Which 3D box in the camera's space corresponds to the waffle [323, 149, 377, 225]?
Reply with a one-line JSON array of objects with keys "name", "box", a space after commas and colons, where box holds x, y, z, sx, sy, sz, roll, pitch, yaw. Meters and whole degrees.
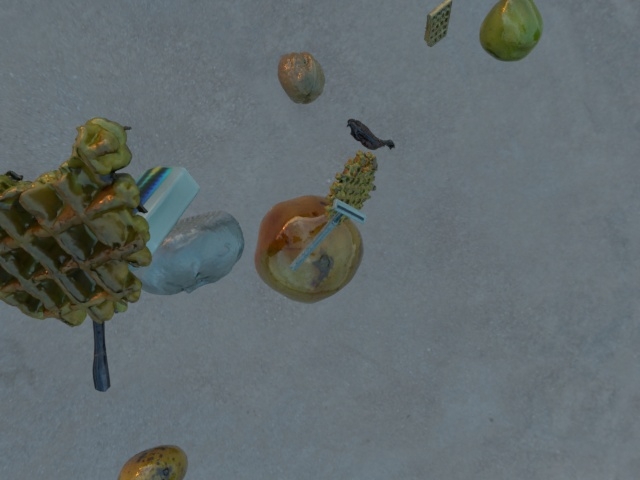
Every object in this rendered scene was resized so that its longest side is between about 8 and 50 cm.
[{"name": "waffle", "box": [0.090, -0.145, 1.167, 0.051, 0.229, 0.232, 33, 70, 20]}]

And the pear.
[{"name": "pear", "box": [0.301, -0.334, 0.632, 0.092, 0.092, 0.097, -17, 129, -20]}]

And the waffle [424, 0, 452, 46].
[{"name": "waffle", "box": [0.347, -0.641, 1.204, 0.092, 0.135, 0.021, -41, 70, -5]}]

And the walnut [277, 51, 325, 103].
[{"name": "walnut", "box": [-0.060, -0.510, 1.272, 0.166, 0.149, 0.167, 21, 46, -24]}]

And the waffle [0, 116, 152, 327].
[{"name": "waffle", "box": [-0.299, -0.024, 0.385, 0.292, 0.069, 0.260, 17, 128, -3]}]

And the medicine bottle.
[{"name": "medicine bottle", "box": [-0.294, -0.021, 0.639, 0.083, 0.121, 0.229, 60, 38, -38]}]

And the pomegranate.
[{"name": "pomegranate", "box": [-0.046, 0.030, 1.511, 0.416, 0.416, 0.417, -3, 98, -23]}]

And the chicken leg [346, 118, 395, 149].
[{"name": "chicken leg", "box": [0.206, -0.410, 1.622, 0.253, 0.051, 0.106, 19, 51, -32]}]

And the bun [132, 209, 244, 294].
[{"name": "bun", "box": [-0.380, 0.042, 1.140, 0.354, 0.354, 0.194, -21, 103, -19]}]

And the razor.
[{"name": "razor", "box": [-0.001, -0.005, 0.872, 0.084, 0.036, 0.211, 25, 127, -32]}]

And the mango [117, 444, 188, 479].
[{"name": "mango", "box": [-0.200, 0.281, 0.487, 0.078, 0.114, 0.057, -18, 67, -24]}]

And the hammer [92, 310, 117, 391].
[{"name": "hammer", "box": [-0.682, 0.320, 1.259, 0.137, 0.037, 0.290, 6, 71, -59]}]
